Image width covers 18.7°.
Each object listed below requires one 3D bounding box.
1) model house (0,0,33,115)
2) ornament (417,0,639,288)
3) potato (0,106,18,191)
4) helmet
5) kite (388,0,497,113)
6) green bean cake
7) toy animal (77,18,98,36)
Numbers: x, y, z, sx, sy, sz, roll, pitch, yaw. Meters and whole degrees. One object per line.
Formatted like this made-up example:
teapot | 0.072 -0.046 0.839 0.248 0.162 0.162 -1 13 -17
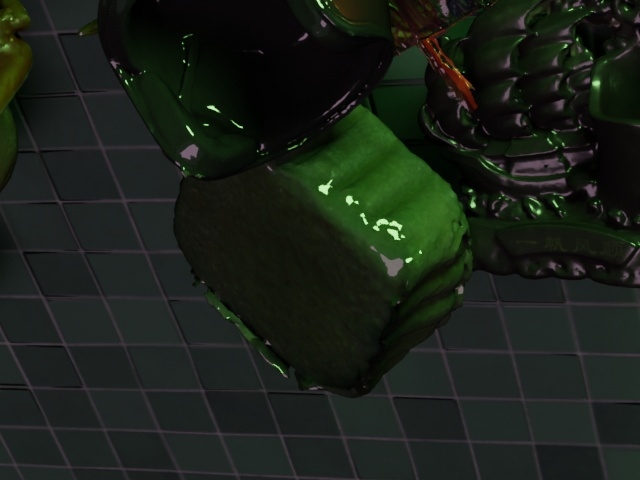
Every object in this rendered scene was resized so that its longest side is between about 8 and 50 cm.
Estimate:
model house | -0.319 -0.214 1.406 0.219 0.199 0.229 6 136 18
ornament | 0.183 -0.102 1.429 0.251 0.106 0.260 2 124 33
potato | -0.346 -0.080 1.592 0.178 0.160 0.235 45 152 -2
helmet | -0.052 -0.157 1.368 0.216 0.193 0.189 32 123 -29
kite | 0.060 -0.170 1.414 0.189 0.009 0.232 53 144 -8
green bean cake | 0.000 0.000 1.526 0.227 0.125 0.222 44 143 15
toy animal | -0.168 -0.227 1.444 0.105 0.070 0.202 -25 120 15
